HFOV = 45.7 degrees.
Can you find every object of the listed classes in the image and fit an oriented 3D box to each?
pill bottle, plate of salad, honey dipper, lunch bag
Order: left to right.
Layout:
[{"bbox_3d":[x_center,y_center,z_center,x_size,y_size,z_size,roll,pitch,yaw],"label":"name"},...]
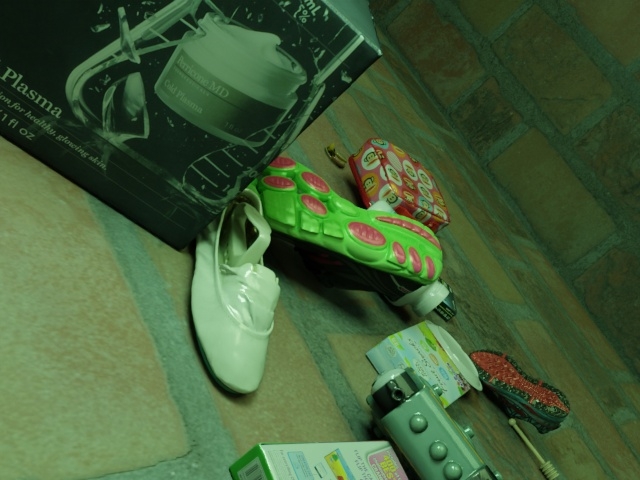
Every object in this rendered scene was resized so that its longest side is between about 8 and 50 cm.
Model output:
[{"bbox_3d":[0.172,0.047,1.731,0.264,0.146,0.146,49,23,3],"label":"pill bottle"},{"bbox_3d":[0.220,-0.121,2.015,0.293,0.120,0.258,24,36,-43],"label":"lunch bag"},{"bbox_3d":[0.293,0.263,1.718,0.200,0.048,0.200,46,13,-13],"label":"plate of salad"},{"bbox_3d":[0.492,0.481,1.763,0.161,0.030,0.030,56,24,20],"label":"honey dipper"}]

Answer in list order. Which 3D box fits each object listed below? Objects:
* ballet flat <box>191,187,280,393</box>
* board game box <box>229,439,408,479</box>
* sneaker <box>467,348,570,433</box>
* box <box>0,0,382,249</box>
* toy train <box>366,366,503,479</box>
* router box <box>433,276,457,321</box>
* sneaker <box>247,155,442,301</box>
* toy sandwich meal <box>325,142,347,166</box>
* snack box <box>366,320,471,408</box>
[{"bbox_3d":[-0.129,0.052,1.208,0.139,0.139,0.400,32,28,-33],"label":"ballet flat"},{"bbox_3d":[0.042,0.398,1.046,0.316,0.064,0.242,18,37,-50],"label":"board game box"},{"bbox_3d":[0.448,0.366,1.798,0.262,0.125,0.104,35,46,25],"label":"sneaker"},{"bbox_3d":[-0.245,-0.325,1.159,0.480,0.472,0.297,36,26,-26],"label":"box"},{"bbox_3d":[0.196,0.349,1.240,0.334,0.142,0.190,55,-5,16],"label":"toy train"},{"bbox_3d":[0.302,0.139,1.956,0.092,0.038,0.122,41,24,-18],"label":"router box"},{"bbox_3d":[0.000,0.000,1.486,0.482,0.202,0.185,27,45,-10],"label":"sneaker"},{"bbox_3d":[0.047,-0.238,2.111,0.085,0.029,0.086,39,25,-22],"label":"toy sandwich meal"},{"bbox_3d":[0.203,0.265,1.539,0.174,0.070,0.207,55,25,13],"label":"snack box"}]
